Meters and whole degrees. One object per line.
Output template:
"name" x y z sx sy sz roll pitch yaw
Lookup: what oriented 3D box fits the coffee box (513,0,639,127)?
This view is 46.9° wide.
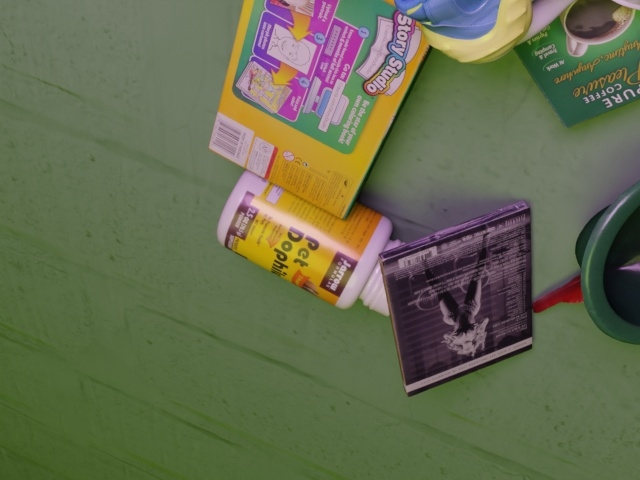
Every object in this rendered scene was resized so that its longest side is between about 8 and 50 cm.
"coffee box" 0.202 -0.186 0.587 0.113 0.040 0.184 -23 116 43

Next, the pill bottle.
"pill bottle" 0.000 0.000 0.835 0.215 0.117 0.117 27 139 3

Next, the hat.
"hat" 0.285 -0.008 0.732 0.208 0.183 0.173 -45 114 6

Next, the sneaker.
"sneaker" 0.128 -0.219 0.445 0.091 0.126 0.240 48 121 34

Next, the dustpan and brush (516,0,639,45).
"dustpan and brush" 0.213 -0.201 0.508 0.211 0.060 0.147 -38 103 3

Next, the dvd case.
"dvd case" 0.156 0.071 0.815 0.165 0.018 0.221 -20 129 -7

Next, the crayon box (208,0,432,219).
"crayon box" 0.005 -0.162 0.697 0.165 0.081 0.278 28 139 2
